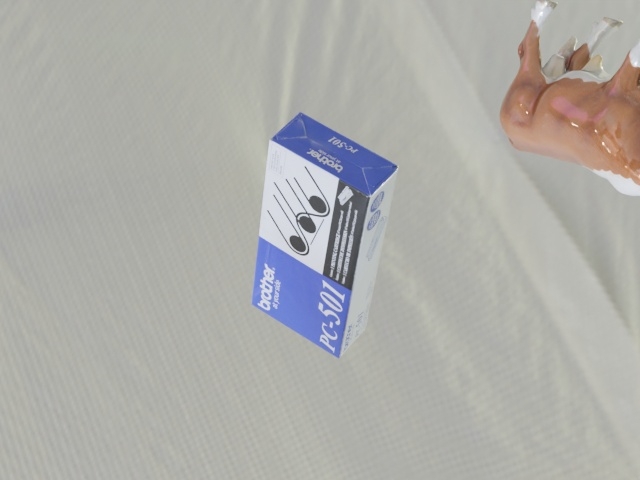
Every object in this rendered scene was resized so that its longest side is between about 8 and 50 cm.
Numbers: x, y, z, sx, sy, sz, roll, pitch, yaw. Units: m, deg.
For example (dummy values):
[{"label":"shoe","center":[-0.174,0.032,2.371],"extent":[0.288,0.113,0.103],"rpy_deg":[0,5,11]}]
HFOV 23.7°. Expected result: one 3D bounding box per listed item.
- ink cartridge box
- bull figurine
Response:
[{"label":"ink cartridge box","center":[0.000,0.000,1.260],"extent":[0.097,0.207,0.046],"rpy_deg":[30,-128,19]},{"label":"bull figurine","center":[0.302,-0.142,1.590],"extent":[0.101,0.188,0.310],"rpy_deg":[13,-174,-37]}]
